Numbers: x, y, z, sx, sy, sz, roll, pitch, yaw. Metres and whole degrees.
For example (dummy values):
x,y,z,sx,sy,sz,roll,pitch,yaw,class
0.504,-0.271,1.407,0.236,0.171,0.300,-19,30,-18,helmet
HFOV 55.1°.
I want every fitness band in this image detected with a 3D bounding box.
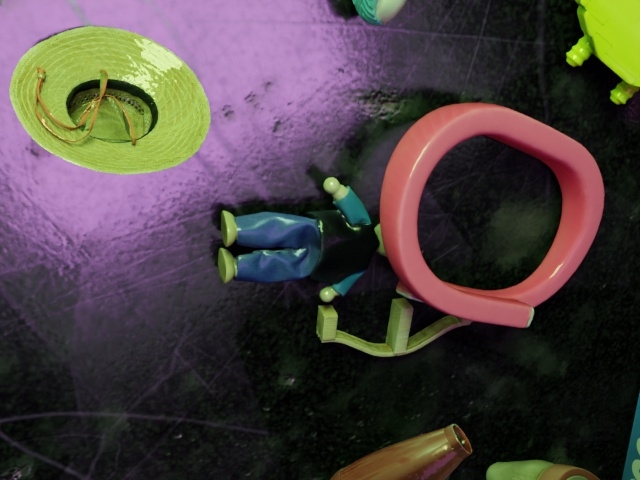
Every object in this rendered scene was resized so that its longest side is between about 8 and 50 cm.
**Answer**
x,y,z,sx,sy,sz,roll,pitch,yaw,class
0.180,-0.021,0.622,0.291,0.054,0.209,14,99,-33,fitness band

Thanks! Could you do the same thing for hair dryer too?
x,y,z,sx,sy,sz,roll,pitch,yaw,class
0.105,0.341,0.707,0.224,0.080,0.293,13,102,8,hair dryer

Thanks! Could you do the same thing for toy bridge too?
x,y,z,sx,sy,sz,roll,pitch,yaw,class
0.086,0.095,0.674,0.188,0.026,0.063,-3,115,-20,toy bridge

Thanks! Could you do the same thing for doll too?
x,y,z,sx,sy,sz,roll,pitch,yaw,class
0.000,0.000,0.590,0.189,0.046,0.129,-1,113,-20,doll

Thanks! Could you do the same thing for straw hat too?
x,y,z,sx,sy,sz,roll,pitch,yaw,class
-0.164,-0.094,0.478,0.144,0.144,0.061,11,148,-24,straw hat

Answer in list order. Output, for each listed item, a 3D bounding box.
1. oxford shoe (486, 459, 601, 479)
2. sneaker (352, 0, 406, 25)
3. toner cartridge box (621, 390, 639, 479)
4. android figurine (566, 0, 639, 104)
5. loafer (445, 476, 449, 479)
x,y,z,sx,sy,sz,roll,pitch,yaw,class
0.364,0.396,0.853,0.348,0.130,0.123,46,66,-24,oxford shoe
0.101,-0.278,0.492,0.092,0.087,0.228,19,105,-28,sneaker
0.515,0.261,0.826,0.075,0.165,0.347,-10,114,-17,toner cartridge box
0.357,-0.251,0.565,0.248,0.056,0.273,35,119,-6,android figurine
0.113,0.351,0.772,0.061,0.062,0.170,14,107,-30,loafer
